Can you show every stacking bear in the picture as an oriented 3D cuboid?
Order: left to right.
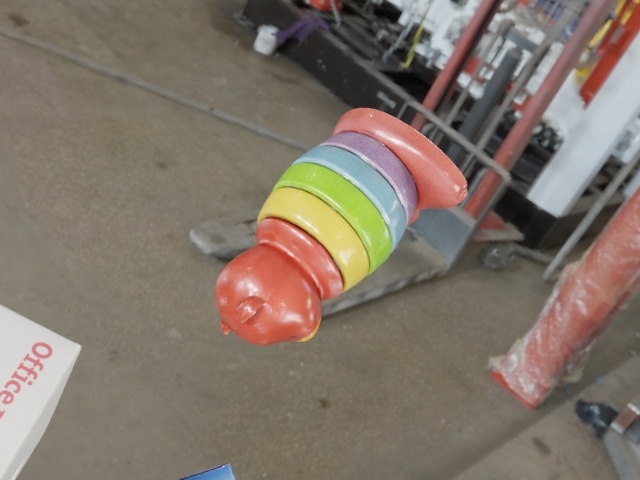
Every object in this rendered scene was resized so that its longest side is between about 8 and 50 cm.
[{"bbox_3d":[0.000,0.000,0.971,0.164,0.175,0.289,46,64,-10],"label":"stacking bear"}]

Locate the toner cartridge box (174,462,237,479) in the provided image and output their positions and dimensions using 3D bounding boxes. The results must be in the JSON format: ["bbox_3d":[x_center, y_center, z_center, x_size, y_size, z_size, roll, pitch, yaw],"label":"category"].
[{"bbox_3d":[-0.249,0.359,0.973,0.348,0.165,0.075,-17,63,-7],"label":"toner cartridge box"}]

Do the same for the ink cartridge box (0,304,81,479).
[{"bbox_3d":[-0.390,0.121,0.717,0.306,0.131,0.226,27,31,-7],"label":"ink cartridge box"}]
